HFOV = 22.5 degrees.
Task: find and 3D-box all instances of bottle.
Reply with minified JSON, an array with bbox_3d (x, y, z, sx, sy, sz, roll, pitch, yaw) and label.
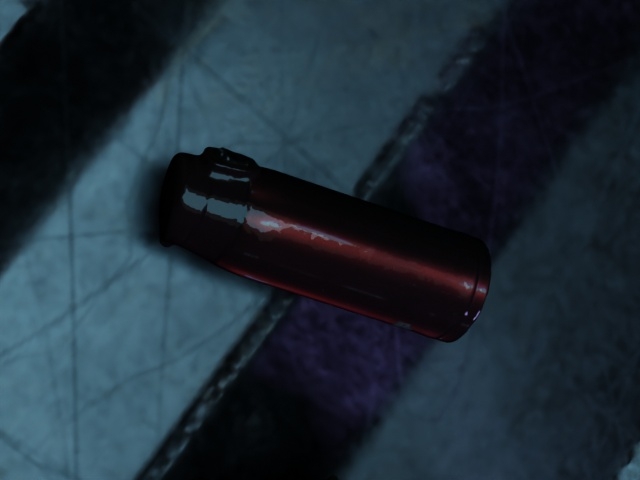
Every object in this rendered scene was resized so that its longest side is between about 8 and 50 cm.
[{"bbox_3d":[0.000,0.000,0.780,0.164,0.060,0.060,18,82,-19],"label":"bottle"}]

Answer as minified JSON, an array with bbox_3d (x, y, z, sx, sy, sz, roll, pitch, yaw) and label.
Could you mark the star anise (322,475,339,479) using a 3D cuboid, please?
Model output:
[{"bbox_3d":[-0.010,0.222,0.749,0.214,0.099,0.220,24,80,-9],"label":"star anise"}]
